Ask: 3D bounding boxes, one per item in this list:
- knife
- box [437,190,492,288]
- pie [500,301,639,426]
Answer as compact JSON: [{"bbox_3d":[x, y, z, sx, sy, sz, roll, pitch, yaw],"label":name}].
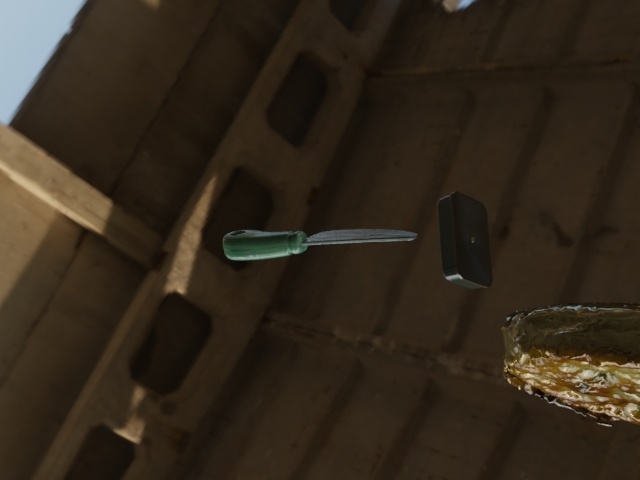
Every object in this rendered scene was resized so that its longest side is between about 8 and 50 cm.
[{"bbox_3d":[0.000,0.000,1.232,0.260,0.035,0.063,-3,-168,19],"label":"knife"},{"bbox_3d":[0.197,0.002,1.338,0.031,0.091,0.126,-17,-112,38],"label":"box"},{"bbox_3d":[0.356,0.146,1.077,0.315,0.315,0.092,-4,-119,46],"label":"pie"}]
